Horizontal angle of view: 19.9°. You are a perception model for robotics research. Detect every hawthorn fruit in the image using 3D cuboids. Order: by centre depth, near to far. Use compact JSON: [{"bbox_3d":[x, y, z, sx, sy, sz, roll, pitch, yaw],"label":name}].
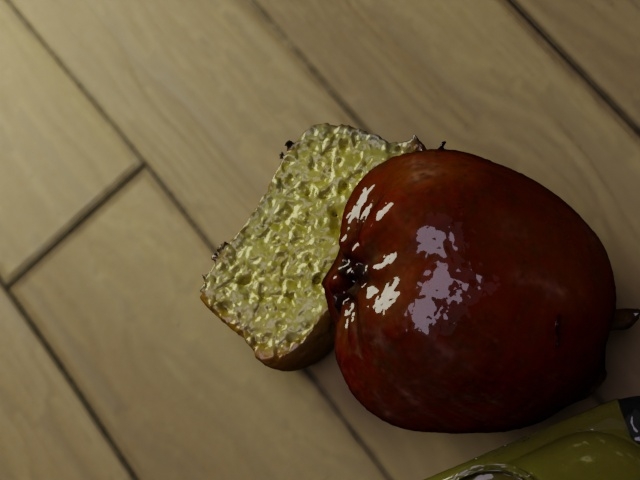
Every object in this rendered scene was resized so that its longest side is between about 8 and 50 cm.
[{"bbox_3d":[0.107,0.037,1.162,0.202,0.185,0.185,11,77,-8],"label":"hawthorn fruit"}]

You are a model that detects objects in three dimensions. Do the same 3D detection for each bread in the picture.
[{"bbox_3d":[0.000,0.000,1.272,0.103,0.065,0.187,29,88,27],"label":"bread"}]

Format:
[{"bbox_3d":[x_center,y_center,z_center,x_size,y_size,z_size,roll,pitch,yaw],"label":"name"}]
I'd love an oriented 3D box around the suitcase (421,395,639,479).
[{"bbox_3d":[0.160,0.207,1.103,0.235,0.143,0.194,-25,67,13],"label":"suitcase"}]
